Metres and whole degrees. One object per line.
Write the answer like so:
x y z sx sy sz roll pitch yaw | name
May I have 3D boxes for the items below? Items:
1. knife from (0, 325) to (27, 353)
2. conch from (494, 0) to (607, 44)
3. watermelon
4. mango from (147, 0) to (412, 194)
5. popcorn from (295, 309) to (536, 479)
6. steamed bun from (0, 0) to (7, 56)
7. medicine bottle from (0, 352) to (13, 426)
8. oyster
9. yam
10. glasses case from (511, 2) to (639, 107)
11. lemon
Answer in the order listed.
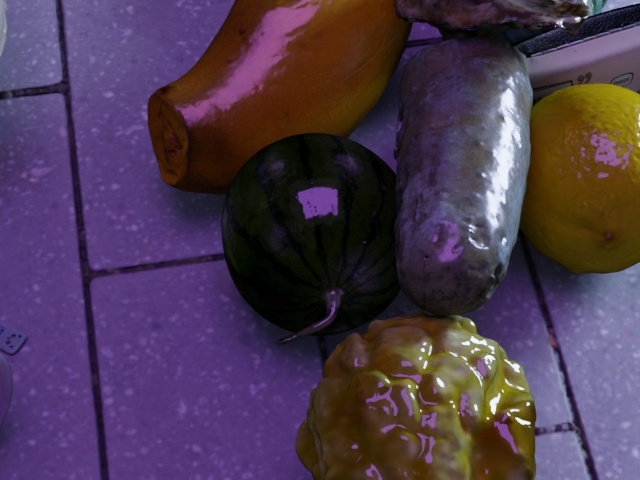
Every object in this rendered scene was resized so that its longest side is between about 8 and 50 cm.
-0.331 0.081 1.596 0.096 0.010 0.027 25 58 18 | knife
0.251 -0.286 1.786 0.175 0.122 0.188 12 56 -21 | conch
0.000 0.000 1.537 0.188 0.188 0.215 -10 36 -6 | watermelon
-0.032 -0.175 1.680 0.359 0.187 0.144 -51 25 -18 | mango
0.100 0.193 1.402 0.251 0.206 0.237 39 46 15 | popcorn
-0.481 -0.241 1.640 0.333 0.334 0.374 -10 39 -6 | steamed bun
-0.459 0.083 1.475 0.212 0.212 0.325 -39 64 -24 | medicine bottle
0.174 -0.234 1.600 0.166 0.294 0.094 10 93 -31 | oyster
0.124 -0.063 1.485 0.133 0.133 0.330 6 45 5 | yam
0.277 -0.179 1.707 0.314 0.122 0.075 -18 63 -12 | glasses case
0.269 -0.065 1.595 0.178 0.178 0.203 -2 44 -1 | lemon
